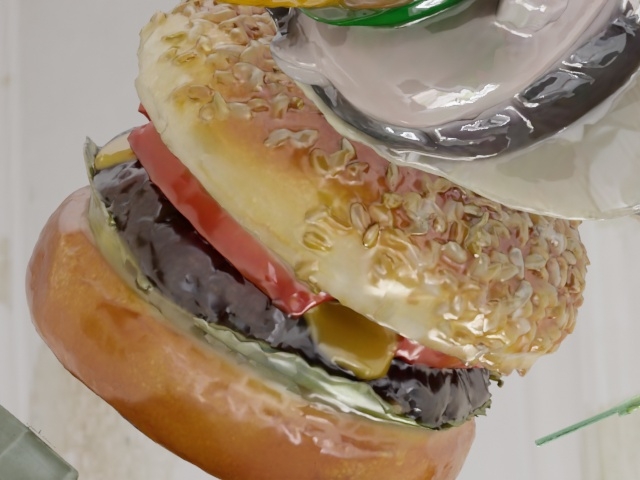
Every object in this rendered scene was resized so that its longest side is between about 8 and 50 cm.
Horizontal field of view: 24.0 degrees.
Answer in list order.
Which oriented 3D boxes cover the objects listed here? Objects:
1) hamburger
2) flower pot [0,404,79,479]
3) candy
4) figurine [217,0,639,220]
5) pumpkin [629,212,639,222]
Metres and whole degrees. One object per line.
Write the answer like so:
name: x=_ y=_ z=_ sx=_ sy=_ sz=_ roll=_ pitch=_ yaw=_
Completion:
hamburger: x=0.000 y=0.000 z=0.958 sx=0.250 sy=0.330 sz=0.330 roll=-62 pitch=-141 yaw=18
flower pot: x=-0.316 y=0.270 z=1.256 sx=0.259 sy=0.290 sz=0.290 roll=-50 pitch=-152 yaw=-17
candy: x=0.312 y=0.173 z=1.563 sx=0.062 sy=0.194 sz=0.058 roll=-104 pitch=170 yaw=-63
figurine: x=0.036 y=-0.134 z=0.578 sx=0.185 sy=0.332 sz=0.204 roll=-36 pitch=-124 yaw=12
pumpkin: x=0.427 y=0.002 z=1.408 sx=0.126 sy=0.248 sz=0.131 roll=-55 pitch=-160 yaw=5
